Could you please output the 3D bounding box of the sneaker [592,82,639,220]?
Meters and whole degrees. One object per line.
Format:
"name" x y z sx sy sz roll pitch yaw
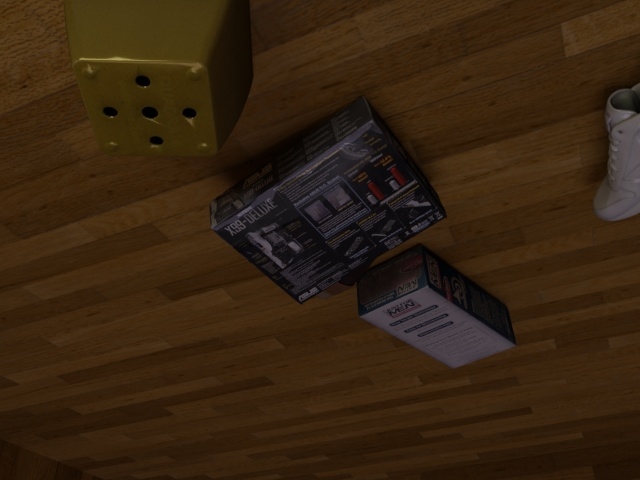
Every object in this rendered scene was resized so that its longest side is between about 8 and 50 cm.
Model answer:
"sneaker" 0.482 -0.157 0.965 0.152 0.114 0.305 16 138 -1

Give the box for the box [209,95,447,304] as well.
"box" 0.013 -0.050 1.026 0.307 0.077 0.242 -33 129 17

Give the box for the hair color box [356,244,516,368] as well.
"hair color box" 0.253 0.153 1.353 0.173 0.105 0.347 -29 136 32

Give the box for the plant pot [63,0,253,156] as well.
"plant pot" -0.196 -0.218 0.767 0.212 0.187 0.212 1 143 -3

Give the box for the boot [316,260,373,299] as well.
"boot" 0.000 0.000 1.182 0.248 0.090 0.207 31 119 -32
